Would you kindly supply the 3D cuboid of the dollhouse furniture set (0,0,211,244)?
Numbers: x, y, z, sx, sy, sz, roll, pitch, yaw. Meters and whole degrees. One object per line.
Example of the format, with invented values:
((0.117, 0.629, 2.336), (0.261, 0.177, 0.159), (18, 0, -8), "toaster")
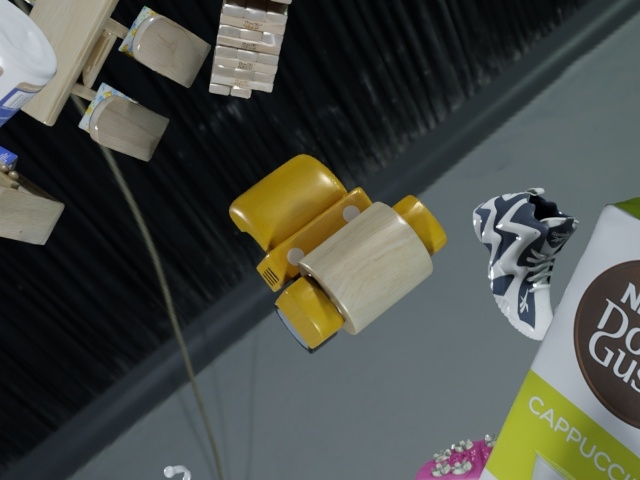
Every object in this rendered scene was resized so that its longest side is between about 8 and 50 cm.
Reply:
((-0.261, -0.133, 0.829), (0.212, 0.161, 0.242), (31, 95, 24), "dollhouse furniture set")

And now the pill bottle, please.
((-0.225, -0.090, 0.599), (0.120, 0.067, 0.067), (-37, 43, 17), "pill bottle")

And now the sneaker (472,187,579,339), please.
((0.339, 0.026, 1.507), (0.153, 0.094, 0.235), (-32, 66, 47), "sneaker")

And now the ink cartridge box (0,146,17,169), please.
((-0.424, -0.009, 1.149), (0.046, 0.207, 0.097), (28, 27, -1), "ink cartridge box")

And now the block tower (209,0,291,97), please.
((-0.082, -0.348, 1.306), (0.091, 0.335, 0.097), (8, 49, -9), "block tower")

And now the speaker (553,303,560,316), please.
((0.365, 0.096, 1.244), (0.136, 0.055, 0.055), (-19, 40, 50), "speaker")

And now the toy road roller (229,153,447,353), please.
((0.000, 0.000, 1.321), (0.202, 0.329, 0.240), (-38, 89, -12), "toy road roller")

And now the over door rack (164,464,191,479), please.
((-0.251, 0.533, 1.494), (0.239, 0.108, 0.324), (30, 83, 42), "over door rack")

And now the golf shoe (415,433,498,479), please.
((0.277, 0.322, 1.271), (0.306, 0.140, 0.115), (-12, 11, 21), "golf shoe")

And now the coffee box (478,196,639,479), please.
((0.401, 0.166, 0.848), (0.338, 0.334, 0.338), (-10, 38, -42), "coffee box")
